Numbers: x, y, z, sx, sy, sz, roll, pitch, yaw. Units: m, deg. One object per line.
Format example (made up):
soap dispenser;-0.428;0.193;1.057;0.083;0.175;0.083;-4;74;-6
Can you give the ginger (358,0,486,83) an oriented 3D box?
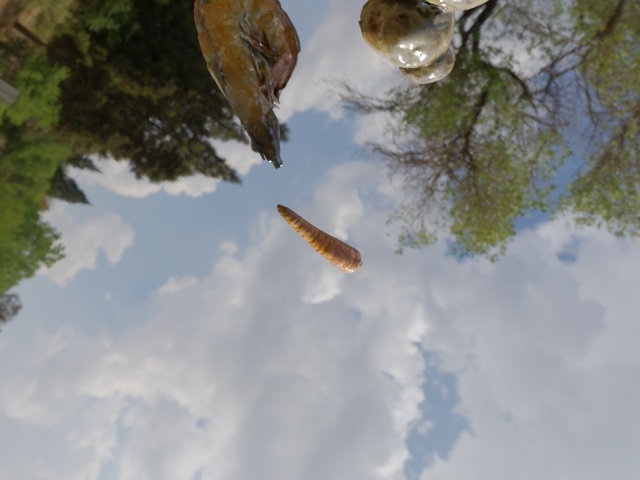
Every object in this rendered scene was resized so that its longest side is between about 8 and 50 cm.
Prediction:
ginger;0.180;-0.411;1.261;0.304;0.245;0.155;115;-32;-42

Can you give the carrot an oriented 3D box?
carrot;0.000;0.000;1.591;0.061;0.257;0.061;-37;-147;29

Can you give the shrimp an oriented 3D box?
shrimp;-0.094;-0.269;1.143;0.164;0.316;0.062;-19;-177;-22
